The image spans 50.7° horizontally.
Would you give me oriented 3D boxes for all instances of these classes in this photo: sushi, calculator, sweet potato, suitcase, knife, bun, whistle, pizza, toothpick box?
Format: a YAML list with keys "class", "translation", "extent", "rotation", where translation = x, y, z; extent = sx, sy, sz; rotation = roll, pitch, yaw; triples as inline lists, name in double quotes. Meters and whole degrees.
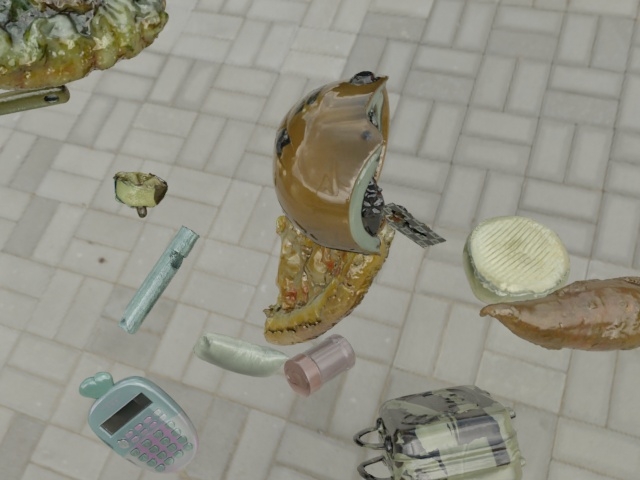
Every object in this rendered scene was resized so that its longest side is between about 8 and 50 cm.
- class: "sushi"
  translation: [-0.315, -0.268, 0.753]
  extent: [0.274, 0.184, 0.139]
  rotation: [-28, 24, -27]
- class: "calculator"
  translation: [-0.395, 0.393, 1.473]
  extent: [0.185, 0.041, 0.299]
  rotation: [-40, 104, 13]
- class: "sweet potato"
  translation: [0.220, 0.059, 0.548]
  extent: [0.206, 0.060, 0.068]
  rotation: [-1, 49, -20]
- class: "suitcase"
  translation: [0.242, 0.450, 1.479]
  extent: [0.339, 0.351, 0.194]
  rotation: [-11, 89, -2]
- class: "knife"
  translation: [-0.479, -0.142, 0.849]
  extent: [0.343, 0.061, 0.027]
  rotation: [-11, 53, 1]
- class: "bun"
  translation: [0.495, 0.067, 1.738]
  extent: [0.287, 0.146, 0.287]
  rotation: [0, 52, 0]
- class: "whistle"
  translation: [-0.425, 0.102, 1.771]
  extent: [0.062, 0.062, 0.312]
  rotation: [28, 77, 22]
- class: "pizza"
  translation: [0.006, 0.029, 1.367]
  extent: [0.392, 0.080, 0.435]
  rotation: [9, 95, 58]
- class: "toothpick box"
  translation: [-0.001, 0.299, 1.623]
  extent: [0.149, 0.098, 0.098]
  rotation: [-25, 57, -36]
- class: "sushi"
  translation: [0.252, -0.050, 1.876]
  extent: [0.201, 0.139, 0.031]
  rotation: [34, 71, -15]

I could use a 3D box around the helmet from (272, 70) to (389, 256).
- class: "helmet"
  translation: [0.014, -0.089, 0.761]
  extent: [0.130, 0.198, 0.224]
  rotation: [4, 38, 5]

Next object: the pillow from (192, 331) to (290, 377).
- class: "pillow"
  translation: [-0.214, 0.309, 1.823]
  extent: [0.254, 0.144, 0.078]
  rotation: [19, 53, -16]

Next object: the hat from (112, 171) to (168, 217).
- class: "hat"
  translation: [-0.290, -0.075, 1.078]
  extent: [0.077, 0.076, 0.059]
  rotation: [32, 114, 37]
